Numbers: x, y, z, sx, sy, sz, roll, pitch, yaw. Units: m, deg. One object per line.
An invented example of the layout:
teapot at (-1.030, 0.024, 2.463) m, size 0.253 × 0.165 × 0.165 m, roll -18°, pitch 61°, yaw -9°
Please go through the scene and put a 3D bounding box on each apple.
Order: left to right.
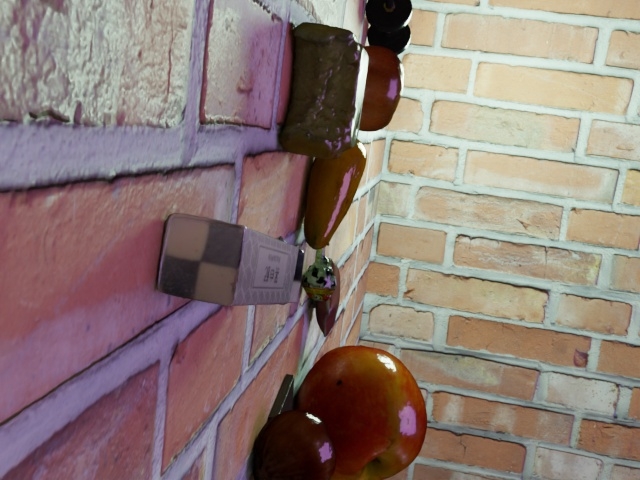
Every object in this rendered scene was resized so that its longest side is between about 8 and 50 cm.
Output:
apple at (0.114, -0.381, 1.785) m, size 0.234 × 0.173 × 0.210 m, roll 102°, pitch -3°, yaw -58°

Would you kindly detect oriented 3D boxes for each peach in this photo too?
peach at (0.103, 0.468, 1.948) m, size 0.388 × 0.389 × 0.387 m, roll 9°, pitch 90°, yaw -82°

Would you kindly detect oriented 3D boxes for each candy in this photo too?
candy at (0.000, 0.000, 1.776) m, size 0.091 × 0.083 × 0.305 m, roll -1°, pitch 92°, yaw -80°

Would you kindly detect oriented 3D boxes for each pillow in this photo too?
pillow at (0.016, 0.161, 1.978) m, size 0.179 × 0.075 × 0.171 m, roll 90°, pitch 6°, yaw -59°

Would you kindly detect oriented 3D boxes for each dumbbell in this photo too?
dumbbell at (0.215, -0.680, 2.222) m, size 0.325 × 0.143 × 0.143 m, roll 70°, pitch 30°, yaw -73°

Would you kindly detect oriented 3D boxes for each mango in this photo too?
mango at (0.028, -0.120, 1.640) m, size 0.176 × 0.119 × 0.316 m, roll 97°, pitch 9°, yaw -72°

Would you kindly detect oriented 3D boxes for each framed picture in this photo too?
framed picture at (-0.094, 0.416, 1.681) m, size 0.168 × 0.023 × 0.127 m, roll -65°, pitch 162°, yaw -63°

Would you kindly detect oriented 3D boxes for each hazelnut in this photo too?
hazelnut at (-0.061, 0.457, 1.499) m, size 0.204 × 0.178 × 0.177 m, roll -45°, pitch -158°, yaw 46°

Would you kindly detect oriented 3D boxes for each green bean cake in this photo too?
green bean cake at (0.011, -0.276, 1.339) m, size 0.233 × 0.124 × 0.236 m, roll -40°, pitch 139°, yaw -77°

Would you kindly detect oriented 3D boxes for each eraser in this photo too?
eraser at (-0.104, 0.036, 0.975) m, size 0.404 × 0.098 × 0.096 m, roll 32°, pitch 68°, yaw -80°

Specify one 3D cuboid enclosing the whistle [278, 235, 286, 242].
whistle at (-0.074, 0.029, 1.414) m, size 0.033 × 0.029 × 0.083 m, roll -98°, pitch -178°, yaw -58°
